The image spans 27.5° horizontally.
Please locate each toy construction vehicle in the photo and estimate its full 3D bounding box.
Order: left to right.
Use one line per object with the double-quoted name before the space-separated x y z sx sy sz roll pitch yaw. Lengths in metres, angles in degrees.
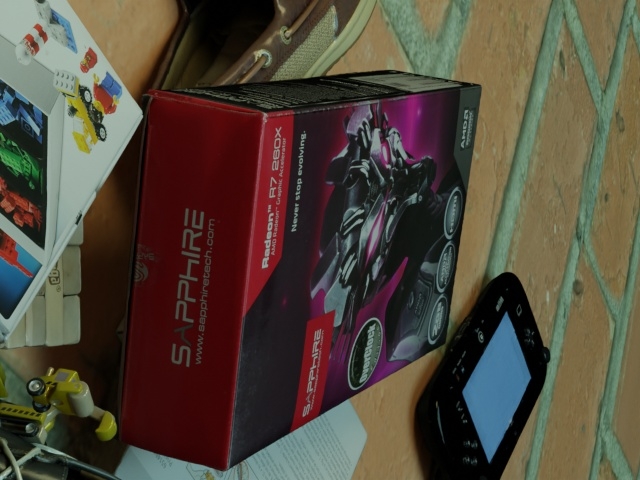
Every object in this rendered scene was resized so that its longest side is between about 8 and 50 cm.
"toy construction vehicle" -0.179 0.093 0.799 0.086 0.098 0.035 81 17 -50

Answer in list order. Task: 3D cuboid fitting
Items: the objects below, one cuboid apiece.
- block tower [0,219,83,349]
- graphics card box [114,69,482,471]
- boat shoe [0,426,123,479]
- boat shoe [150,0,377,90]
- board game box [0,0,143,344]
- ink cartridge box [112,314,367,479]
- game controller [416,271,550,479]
"block tower" -0.248 0.016 0.654 0.335 0.097 0.090 0 90 -64
"graphics card box" 0.000 0.000 0.954 0.371 0.094 0.232 -18 117 -62
"boat shoe" -0.185 0.138 0.764 0.233 0.079 0.084 42 39 -37
"boat shoe" -0.049 -0.186 1.020 0.342 0.123 0.123 -64 145 -30
"board game box" -0.212 -0.119 0.616 0.305 0.053 0.193 58 32 -28
"ink cartridge box" -0.071 0.164 1.025 0.296 0.066 0.261 65 37 -39
"game controller" 0.198 0.171 1.545 0.319 0.067 0.166 -51 134 -52
